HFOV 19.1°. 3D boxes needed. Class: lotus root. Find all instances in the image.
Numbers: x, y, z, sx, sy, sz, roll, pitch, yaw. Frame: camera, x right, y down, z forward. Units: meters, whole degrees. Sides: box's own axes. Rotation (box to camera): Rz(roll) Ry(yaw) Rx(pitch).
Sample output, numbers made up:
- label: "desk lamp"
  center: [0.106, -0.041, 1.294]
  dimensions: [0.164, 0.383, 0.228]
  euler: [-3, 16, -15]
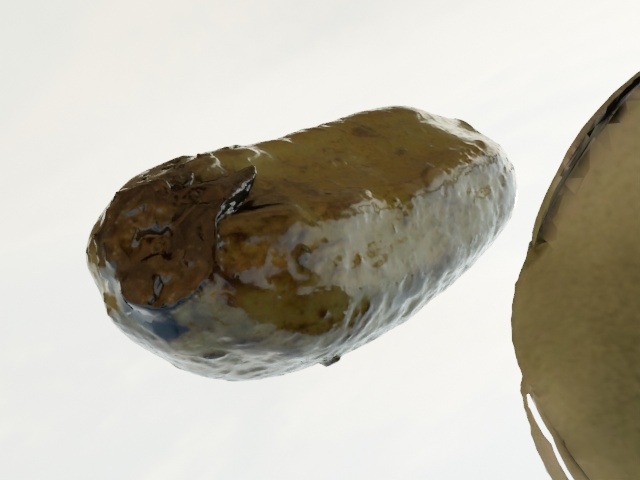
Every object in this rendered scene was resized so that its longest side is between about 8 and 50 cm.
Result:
- label: "lotus root"
  center: [0.000, 0.000, 0.814]
  dimensions: [0.110, 0.097, 0.258]
  euler: [29, -151, 31]

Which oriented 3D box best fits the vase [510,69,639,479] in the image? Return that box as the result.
- label: "vase"
  center: [0.192, 0.120, 0.648]
  dimensions: [0.250, 0.445, 0.250]
  euler: [-9, -126, 13]
